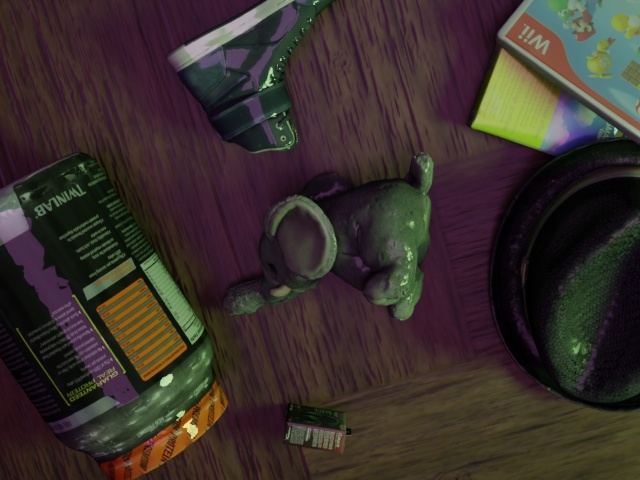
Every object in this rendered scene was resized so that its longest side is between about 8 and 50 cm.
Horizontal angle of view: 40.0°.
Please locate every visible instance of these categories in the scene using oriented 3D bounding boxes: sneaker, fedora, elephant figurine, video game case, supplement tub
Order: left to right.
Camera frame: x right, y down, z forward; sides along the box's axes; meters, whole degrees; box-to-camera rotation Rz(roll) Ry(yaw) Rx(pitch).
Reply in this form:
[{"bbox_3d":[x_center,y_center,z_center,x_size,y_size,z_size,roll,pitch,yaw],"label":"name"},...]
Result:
[{"bbox_3d":[-0.261,0.089,0.998,0.207,0.207,0.338,-30,98,6],"label":"supplement tub"},{"bbox_3d":[-0.038,-0.197,1.004,0.226,0.086,0.163,-30,100,4],"label":"sneaker"},{"bbox_3d":[0.000,0.000,1.015,0.239,0.169,0.186,10,71,14],"label":"elephant figurine"},{"bbox_3d":[0.330,0.060,0.973,0.334,0.152,0.334,6,108,18],"label":"fedora"},{"bbox_3d":[0.361,-0.275,0.966,0.204,0.025,0.285,39,90,11],"label":"video game case"}]

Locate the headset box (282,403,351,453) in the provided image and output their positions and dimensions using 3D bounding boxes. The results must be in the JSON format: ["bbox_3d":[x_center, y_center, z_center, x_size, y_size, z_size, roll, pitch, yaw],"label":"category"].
[{"bbox_3d":[-0.003,0.234,1.094,0.083,0.062,0.032,9,101,0],"label":"headset box"}]

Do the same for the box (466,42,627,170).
[{"bbox_3d":[0.275,-0.156,1.029,0.178,0.042,0.109,18,101,-4],"label":"box"}]
